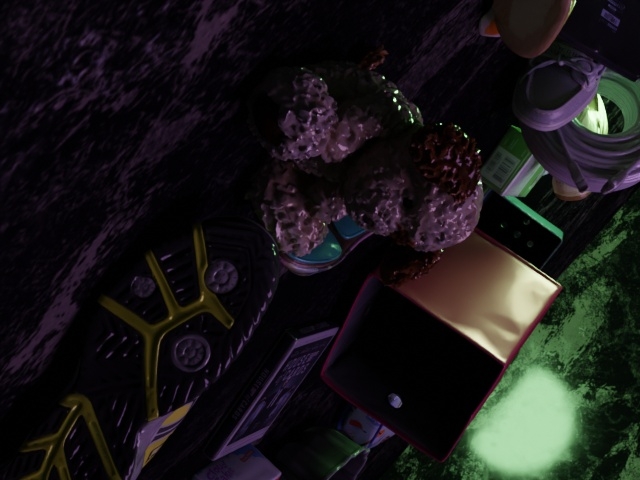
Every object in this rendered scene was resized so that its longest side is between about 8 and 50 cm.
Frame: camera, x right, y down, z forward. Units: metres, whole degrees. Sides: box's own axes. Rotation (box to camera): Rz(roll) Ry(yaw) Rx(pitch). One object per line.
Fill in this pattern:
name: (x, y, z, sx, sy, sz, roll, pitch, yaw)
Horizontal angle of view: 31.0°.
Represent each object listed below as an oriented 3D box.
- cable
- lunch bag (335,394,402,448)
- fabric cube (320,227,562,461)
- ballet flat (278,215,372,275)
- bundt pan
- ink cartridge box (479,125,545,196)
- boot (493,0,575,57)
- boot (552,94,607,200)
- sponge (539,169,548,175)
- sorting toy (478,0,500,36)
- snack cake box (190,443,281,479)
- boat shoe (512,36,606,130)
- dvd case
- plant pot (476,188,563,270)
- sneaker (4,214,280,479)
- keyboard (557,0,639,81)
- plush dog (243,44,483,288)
cable: (0.442, -0.202, 1.816, 0.257, 0.257, 0.089, -28, 163, -13)
lunch bag: (0.174, 0.296, 2.443, 0.303, 0.115, 0.243, -33, 154, -43)
fabric cube: (0.195, 0.149, 1.897, 0.258, 0.254, 0.259, -43, 162, -49)
ballet flat: (0.000, 0.000, 1.445, 0.079, 0.077, 0.221, -39, 175, 40)
bundt pan: (-0.056, 0.487, 2.227, 0.331, 0.124, 0.331, -44, 163, -18)
ink cartridge box: (0.355, -0.138, 2.064, 0.109, 0.062, 0.209, -55, 163, 14)
boot: (0.319, -0.375, 1.388, 0.211, 0.104, 0.295, -41, 155, -31)
boot: (0.432, -0.228, 1.993, 0.203, 0.095, 0.262, 63, 35, -46)
sponge: (0.463, -0.182, 2.305, 0.210, 0.031, 0.117, -19, 145, -59)
sorting toy: (0.243, -0.308, 1.472, 0.083, 0.045, 0.075, -41, 142, -30)
snack cake box: (-0.188, 0.474, 1.921, 0.152, 0.089, 0.264, -21, 147, -55)
boat shoe: (0.395, -0.303, 1.741, 0.320, 0.118, 0.103, -50, 158, -16)
dvd case: (-0.074, 0.228, 1.794, 0.238, 0.029, 0.179, -55, 164, 16)
plant pot: (0.365, 0.001, 2.236, 0.165, 0.166, 0.234, -55, 171, 16)
sneaker: (-0.184, 0.126, 1.170, 0.384, 0.145, 0.147, -50, -176, 8)
keyboard: (0.415, -0.356, 1.639, 0.317, 0.033, 0.201, 14, 98, -51)
plush dog: (0.064, -0.076, 1.159, 0.210, 0.225, 0.262, -42, 161, -26)
